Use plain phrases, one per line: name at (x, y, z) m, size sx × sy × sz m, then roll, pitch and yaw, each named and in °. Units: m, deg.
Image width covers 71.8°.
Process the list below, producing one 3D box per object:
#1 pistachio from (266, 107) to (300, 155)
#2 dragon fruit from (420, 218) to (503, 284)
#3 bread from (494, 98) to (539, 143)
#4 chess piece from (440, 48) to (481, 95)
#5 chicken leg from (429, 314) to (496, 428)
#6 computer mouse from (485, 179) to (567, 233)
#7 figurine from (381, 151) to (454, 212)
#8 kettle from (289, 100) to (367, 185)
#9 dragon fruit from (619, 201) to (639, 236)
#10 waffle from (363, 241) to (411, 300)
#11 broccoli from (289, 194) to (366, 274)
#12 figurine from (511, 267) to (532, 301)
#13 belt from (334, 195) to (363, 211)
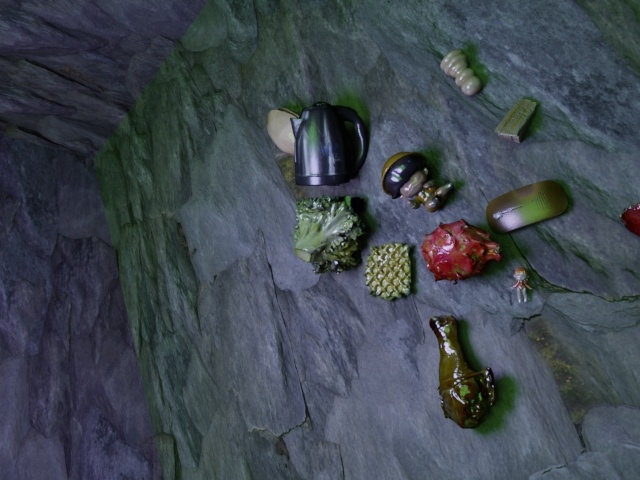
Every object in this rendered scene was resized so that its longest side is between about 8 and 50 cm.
pistachio at (-0.127, -0.490, 1.989) m, size 0.318 × 0.193 × 0.214 m, roll 42°, pitch 152°, yaw 28°
dragon fruit at (0.463, 0.031, 1.453) m, size 0.268 × 0.210 × 0.205 m, roll -6°, pitch 118°, yaw 39°
bread at (0.640, -0.401, 1.442) m, size 0.077 × 0.105 × 0.152 m, roll 26°, pitch 99°, yaw 31°
chess piece at (0.513, -0.593, 1.592) m, size 0.094 × 0.094 × 0.170 m, roll -36°, pitch 70°, yaw 28°
chicken leg at (0.457, 0.419, 1.424) m, size 0.212 × 0.140 × 0.361 m, roll -15°, pitch 77°, yaw 44°
computer mouse at (0.651, -0.105, 1.416) m, size 0.245 × 0.056 × 0.125 m, roll -22°, pitch 69°, yaw 35°
figurine at (0.340, -0.208, 1.610) m, size 0.257 × 0.167 × 0.192 m, roll 45°, pitch 98°, yaw 11°
kettle at (0.040, -0.397, 1.793) m, size 0.228 × 0.321 × 0.324 m, roll -142°, pitch 47°, yaw -71°
dragon fruit at (0.896, -0.037, 1.173) m, size 0.127 × 0.121 × 0.161 m, roll -40°, pitch 65°, yaw 33°
waffle at (0.256, 0.119, 1.685) m, size 0.204 × 0.054 × 0.223 m, roll -7°, pitch 76°, yaw 37°
broccoli at (0.015, -0.015, 1.772) m, size 0.334 × 0.324 × 0.272 m, roll 32°, pitch 76°, yaw 18°
figurine at (0.634, 0.140, 1.394) m, size 0.064 × 0.047 × 0.109 m, roll -3°, pitch 89°, yaw 30°
belt at (0.114, -0.147, 1.809) m, size 0.140 × 0.105 × 0.058 m, roll 5°, pitch 86°, yaw 48°
